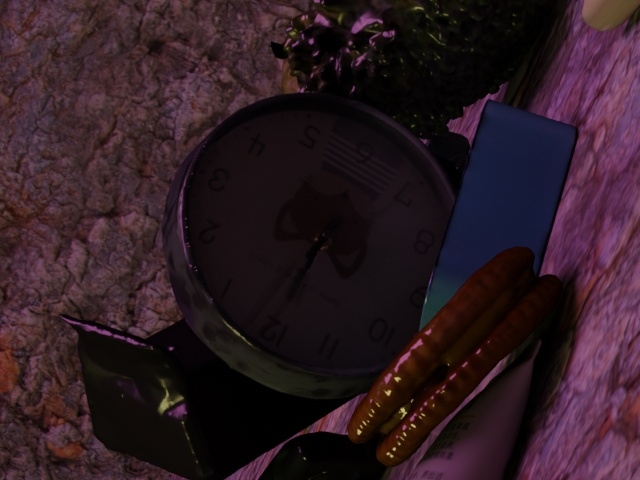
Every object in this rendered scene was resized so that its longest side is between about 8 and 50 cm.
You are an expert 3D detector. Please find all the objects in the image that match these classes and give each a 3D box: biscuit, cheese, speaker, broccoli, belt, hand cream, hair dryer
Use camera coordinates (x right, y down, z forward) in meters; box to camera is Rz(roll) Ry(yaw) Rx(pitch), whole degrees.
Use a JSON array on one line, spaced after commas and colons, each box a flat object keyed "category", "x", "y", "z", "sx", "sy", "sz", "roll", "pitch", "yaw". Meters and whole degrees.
[{"category": "biscuit", "x": 0.111, "y": 0.096, "z": 1.568, "sx": 0.220, "sy": 0.066, "sz": 0.220, "roll": -46, "pitch": -7, "yaw": -7}, {"category": "cheese", "x": 0.284, "y": -0.256, "z": 1.667, "sx": 0.235, "sy": 0.050, "sz": 0.127, "roll": 159, "pitch": 136, "yaw": -80}, {"category": "speaker", "x": -0.093, "y": 0.114, "z": 2.070, "sx": 0.388, "sy": 0.180, "sz": 0.184, "roll": -28, "pitch": -56, "yaw": -47}, {"category": "broccoli", "x": 0.092, "y": -0.277, "z": 2.117, "sx": 0.348, "sy": 0.281, "sz": 0.293, "roll": -34, "pitch": -26, "yaw": -13}, {"category": "belt", "x": 0.135, "y": -0.064, "z": 2.261, "sx": 0.105, "sy": 0.058, "sz": 0.140, "roll": -69, "pitch": -2, "yaw": -77}, {"category": "hand cream", "x": 0.089, "y": 0.222, "z": 1.516, "sx": 0.314, "sy": 0.089, "sz": 0.140, "roll": -63, "pitch": 3, "yaw": -23}, {"category": "hair dryer", "x": -0.019, "y": 0.354, "z": 2.009, "sx": 0.244, "sy": 0.116, "sz": 0.302, "roll": 120, "pitch": 159, "yaw": -53}]

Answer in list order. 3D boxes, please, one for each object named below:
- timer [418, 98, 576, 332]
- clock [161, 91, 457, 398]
[{"category": "timer", "x": 0.157, "y": 0.017, "z": 1.823, "sx": 0.250, "sy": 0.091, "sz": 0.232, "roll": 101, "pitch": -174, "yaw": -64}, {"category": "clock", "x": 0.000, "y": 0.000, "z": 1.956, "sx": 0.067, "sy": 0.325, "sz": 0.325, "roll": 131, "pitch": 160, "yaw": -61}]
